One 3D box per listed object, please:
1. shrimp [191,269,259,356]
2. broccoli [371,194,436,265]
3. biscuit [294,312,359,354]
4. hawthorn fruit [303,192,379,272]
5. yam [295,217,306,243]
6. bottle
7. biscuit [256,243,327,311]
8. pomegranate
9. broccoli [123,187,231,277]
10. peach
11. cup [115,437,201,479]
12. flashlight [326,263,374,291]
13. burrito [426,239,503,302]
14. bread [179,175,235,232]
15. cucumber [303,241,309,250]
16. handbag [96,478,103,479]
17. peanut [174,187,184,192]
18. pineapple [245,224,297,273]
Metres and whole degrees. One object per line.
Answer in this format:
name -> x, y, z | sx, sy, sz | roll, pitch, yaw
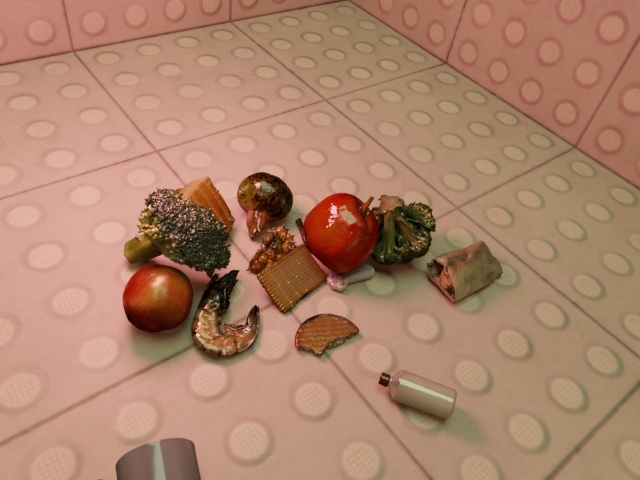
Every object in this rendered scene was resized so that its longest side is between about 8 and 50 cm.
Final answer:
shrimp -> -0.312, 0.249, 1.875 | 0.233, 0.071, 0.365 | 17, 45, -1
broccoli -> 0.312, -0.049, 2.128 | 0.303, 0.284, 0.321 | -17, 43, 7
biscuit -> 0.024, 0.331, 1.882 | 0.228, 0.031, 0.176 | 8, 46, -6
hawthorn fruit -> 0.097, -0.052, 2.014 | 0.287, 0.330, 0.287 | 29, 33, -21
yam -> -0.076, -0.035, 2.219 | 0.027, 0.033, 0.130 | 15, 43, -36
bottle -> 0.308, 0.488, 1.734 | 0.245, 0.104, 0.104 | 19, 46, 8
biscuit -> -0.105, 0.139, 2.000 | 0.254, 0.029, 0.172 | -35, 89, -36
pomegranate -> -0.231, -0.140, 2.202 | 0.221, 0.277, 0.204 | 5, 3, 21
broccoli -> -0.538, -0.023, 1.851 | 0.396, 0.353, 0.275 | 14, 33, 17
peach -> -0.538, 0.191, 1.780 | 0.230, 0.231, 0.231 | 5, 46, -6
cup -> -0.391, 0.683, 1.343 | 0.205, 0.206, 0.312 | -9, 50, -19
flashlight -> 0.121, 0.137, 2.074 | 0.200, 0.048, 0.093 | -15, 49, -23
burrito -> 0.592, 0.100, 2.146 | 0.331, 0.135, 0.190 | -21, 47, -32
bread -> -0.448, -0.088, 2.050 | 0.111, 0.246, 0.239 | -14, 30, 29
cucumber -> 0.000, 0.000, 2.183 | 0.181, 0.053, 0.053 | -22, 54, -27
handbag -> -0.603, 0.755, 1.328 | 0.223, 0.080, 0.247 | -24, 57, -21
peanut -> -0.549, -0.118, 2.157 | 0.117, 0.101, 0.263 | 13, 36, -36
pineapple -> -0.155, 0.025, 2.057 | 0.139, 0.164, 0.250 | 32, 44, 9
